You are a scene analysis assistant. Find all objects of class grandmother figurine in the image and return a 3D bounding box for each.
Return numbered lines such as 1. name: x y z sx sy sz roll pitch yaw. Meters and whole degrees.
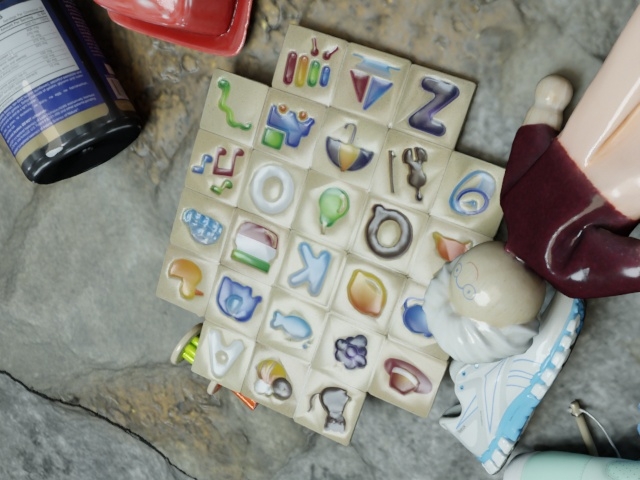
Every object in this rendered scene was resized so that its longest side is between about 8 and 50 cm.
1. grandmother figurine: 0.183 -0.047 0.494 0.104 0.208 0.342 23 121 -18

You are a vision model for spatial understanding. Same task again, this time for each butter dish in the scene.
1. butter dish: -0.142 -0.244 0.620 0.160 0.118 0.160 21 115 19

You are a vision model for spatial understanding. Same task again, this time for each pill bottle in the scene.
1. pill bottle: -0.275 -0.175 0.705 0.123 0.123 0.219 -28 92 30

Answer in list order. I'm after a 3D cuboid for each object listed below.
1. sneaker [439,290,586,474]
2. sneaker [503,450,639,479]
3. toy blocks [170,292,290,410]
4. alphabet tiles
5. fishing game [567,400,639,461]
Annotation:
1. sneaker: 0.154 0.108 0.620 0.083 0.071 0.190 32 117 20
2. sneaker: 0.258 0.291 0.589 0.151 0.094 0.256 -22 94 52
3. toy blocks: -0.066 0.123 0.739 0.148 0.054 0.123 36 118 11
4. alphabet tiles: 0.000 0.000 0.655 0.285 0.011 0.342 21 105 15
5. fishing game: 0.332 0.167 0.558 0.264 0.041 0.189 -18 100 44
